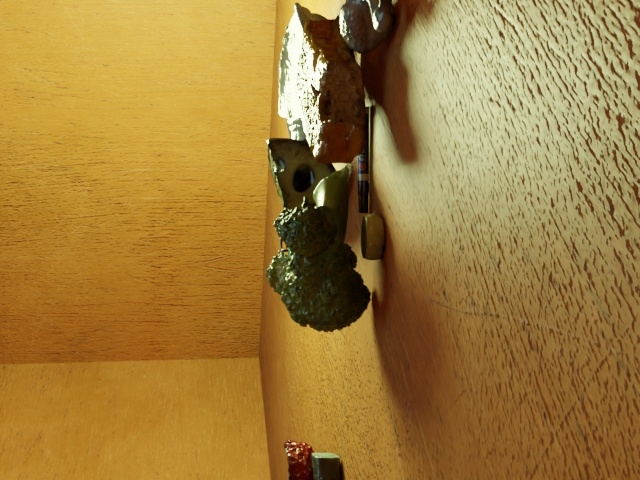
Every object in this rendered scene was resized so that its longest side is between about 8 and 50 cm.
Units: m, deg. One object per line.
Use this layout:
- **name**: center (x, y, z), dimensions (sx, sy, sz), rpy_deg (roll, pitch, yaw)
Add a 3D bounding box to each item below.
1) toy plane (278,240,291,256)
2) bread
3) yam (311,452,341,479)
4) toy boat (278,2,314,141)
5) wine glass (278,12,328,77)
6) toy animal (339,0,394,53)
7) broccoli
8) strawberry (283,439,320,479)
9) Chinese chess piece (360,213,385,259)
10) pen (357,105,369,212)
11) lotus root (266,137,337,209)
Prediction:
- **toy plane**: center (-0.045, -0.054, 2.240), dimensions (0.155, 0.106, 0.382), rpy_deg (173, 97, -75)
- **bread**: center (0.025, -0.290, 1.569), dimensions (0.380, 0.109, 0.185), rpy_deg (-102, 23, -57)
- **yam**: center (0.018, 0.574, 1.936), dimensions (0.068, 0.068, 0.170), rpy_deg (163, 103, -81)
- **toy boat**: center (-0.028, -0.335, 1.892), dimensions (0.276, 0.111, 0.294), rpy_deg (-40, 63, 63)
- **wine glass**: center (-0.036, -0.442, 2.051), dimensions (0.241, 0.126, 0.127), rpy_deg (122, 146, -70)
- **toy animal**: center (0.077, -0.381, 1.389), dimensions (0.324, 0.090, 0.195), rpy_deg (-97, 4, -59)
- **broccoli**: center (-0.020, 0.020, 1.540), dimensions (0.254, 0.186, 0.302), rpy_deg (9, -117, -72)
- **strawberry**: center (-0.026, 0.562, 2.031), dimensions (0.237, 0.111, 0.190), rpy_deg (87, 177, -54)
- **Chinese chess piece**: center (0.093, -0.006, 1.507), dimensions (0.084, 0.034, 0.084), rpy_deg (180, 90, -84)
- **pen**: center (0.082, -0.155, 1.605), dimensions (0.025, 0.025, 0.204), rpy_deg (-163, 73, -81)
- **lotus root**: center (-0.032, -0.129, 1.899), dimensions (0.314, 0.141, 0.210), rpy_deg (99, 154, -79)
